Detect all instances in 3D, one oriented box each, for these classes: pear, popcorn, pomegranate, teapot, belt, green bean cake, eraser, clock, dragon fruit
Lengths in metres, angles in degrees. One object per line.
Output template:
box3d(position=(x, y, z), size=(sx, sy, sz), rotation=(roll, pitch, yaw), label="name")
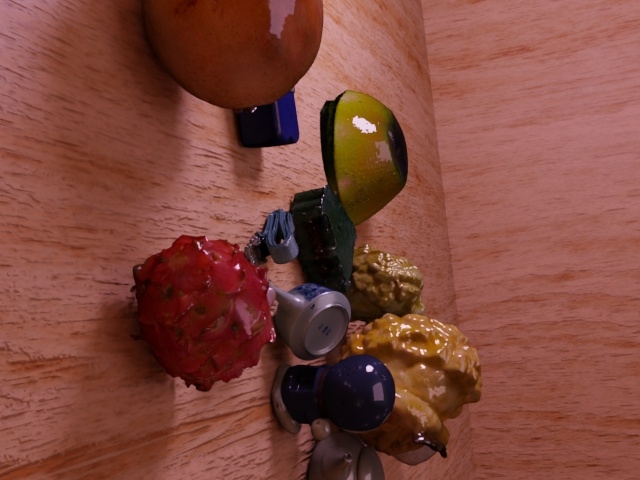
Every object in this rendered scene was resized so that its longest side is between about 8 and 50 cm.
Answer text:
box3d(position=(0.145, -0.246, 2.225), size=(0.399, 0.165, 0.399), rotation=(-8, 90, -71), label="pear")
box3d(position=(0.131, 0.118, 1.938), size=(0.255, 0.256, 0.195), rotation=(35, 51, -27), label="popcorn")
box3d(position=(-0.137, -0.353, 1.279), size=(0.319, 0.319, 0.319), rotation=(-8, 90, -71), label="pomegranate")
box3d(position=(0.067, 0.580, 1.709), size=(0.220, 0.149, 0.318), rotation=(0, 82, -70), label="teapot")
box3d(position=(-0.029, 0.156, 1.634), size=(0.232, 0.159, 0.159), rotation=(45, 41, -47), label="teapot")
box3d(position=(-0.097, -0.005, 1.601), size=(0.179, 0.100, 0.065), rotation=(-93, 167, -65), label="belt")
box3d(position=(0.000, 0.000, 1.807), size=(0.208, 0.107, 0.193), rotation=(61, 31, -45), label="green bean cake")
box3d(position=(0.204, 0.341, 1.766), size=(0.382, 0.349, 0.349), rotation=(-102, 175, -61), label="popcorn")
box3d(position=(-0.121, -0.358, 1.604), size=(0.155, 0.101, 0.332), rotation=(-19, 102, -72), label="eraser")
box3d(position=(0.030, 0.311, 1.568), size=(0.200, 0.243, 0.147), rotation=(-68, 143, -52), label="clock")
box3d(position=(-0.165, 0.118, 1.150), size=(0.210, 0.205, 0.268), rotation=(-25, 137, -35), label="dragon fruit")

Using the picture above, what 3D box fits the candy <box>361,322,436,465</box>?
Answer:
box3d(position=(0.207, 0.388, 2.131), size=(0.386, 0.186, 0.427), rotation=(-78, 151, -58), label="candy")

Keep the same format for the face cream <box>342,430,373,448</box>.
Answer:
box3d(position=(0.089, 0.430, 1.939), size=(0.077, 0.077, 0.250), rotation=(30, 56, -67), label="face cream")

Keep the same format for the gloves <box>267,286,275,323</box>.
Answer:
box3d(position=(-0.132, 0.130, 1.392), size=(0.144, 0.094, 0.110), rotation=(87, 11, -72), label="gloves")
